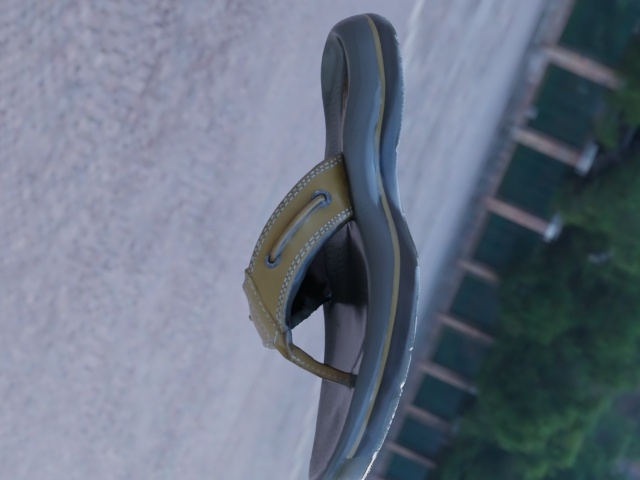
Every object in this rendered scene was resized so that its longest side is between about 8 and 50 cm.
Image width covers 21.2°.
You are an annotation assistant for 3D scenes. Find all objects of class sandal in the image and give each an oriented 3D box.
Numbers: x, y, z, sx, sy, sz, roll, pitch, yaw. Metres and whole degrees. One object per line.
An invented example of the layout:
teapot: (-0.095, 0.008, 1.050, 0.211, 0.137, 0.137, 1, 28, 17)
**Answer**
sandal: (0.000, 0.000, 0.666, 0.090, 0.060, 0.219, 114, -20, -58)
